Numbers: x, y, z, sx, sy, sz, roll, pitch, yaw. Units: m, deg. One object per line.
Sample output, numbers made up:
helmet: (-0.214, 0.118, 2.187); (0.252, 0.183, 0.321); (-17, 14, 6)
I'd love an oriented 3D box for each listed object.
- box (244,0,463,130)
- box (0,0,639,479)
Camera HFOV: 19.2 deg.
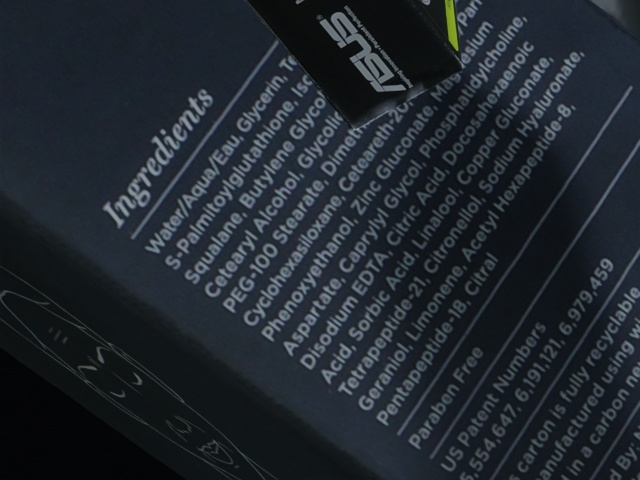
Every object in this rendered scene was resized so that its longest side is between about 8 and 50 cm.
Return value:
box: (-0.028, -0.155, 0.550); (0.045, 0.190, 0.184); (-26, -54, 20)
box: (0.000, 0.000, 0.840); (0.395, 0.293, 0.212); (36, -106, -6)
